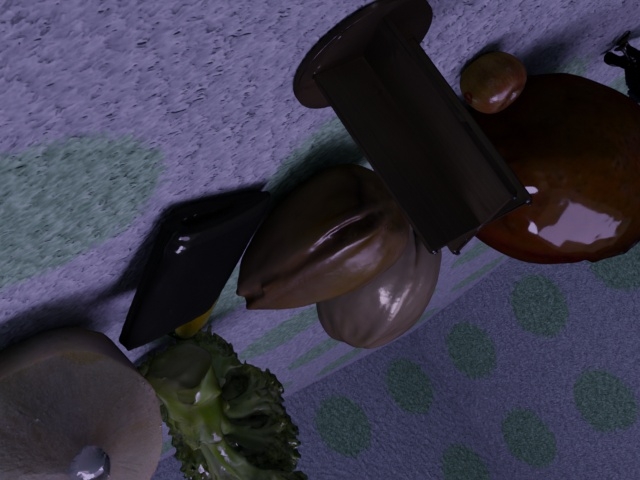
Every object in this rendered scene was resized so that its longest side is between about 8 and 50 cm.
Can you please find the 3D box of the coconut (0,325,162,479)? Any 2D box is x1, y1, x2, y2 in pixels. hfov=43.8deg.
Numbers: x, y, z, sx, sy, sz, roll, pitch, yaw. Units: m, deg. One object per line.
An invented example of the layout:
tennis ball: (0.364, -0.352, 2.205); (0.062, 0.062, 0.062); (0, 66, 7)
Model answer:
coconut: (-0.319, 0.236, 1.002); (0.239, 0.239, 0.244); (-27, -161, -20)

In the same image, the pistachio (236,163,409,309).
pistachio: (0.000, 0.000, 1.083); (0.261, 0.162, 0.213); (-28, -177, 25)

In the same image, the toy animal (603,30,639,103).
toy animal: (0.533, -0.297, 1.323); (0.220, 0.108, 0.062); (-65, -177, -36)

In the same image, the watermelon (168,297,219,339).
watermelon: (-0.201, 0.104, 1.168); (0.092, 0.075, 0.181); (-37, 164, 5)

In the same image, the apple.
apple: (0.223, -0.207, 1.034); (0.084, 0.071, 0.084); (-38, 166, -11)

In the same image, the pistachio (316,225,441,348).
pistachio: (0.114, 0.066, 1.482); (0.226, 0.208, 0.331); (-83, -165, -50)

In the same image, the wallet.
wallet: (-0.164, 0.038, 1.018); (0.169, 0.052, 0.245); (-24, 154, -47)

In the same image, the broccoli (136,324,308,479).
broccoli: (-0.202, 0.262, 1.320); (0.353, 0.397, 0.274); (5, -123, 42)

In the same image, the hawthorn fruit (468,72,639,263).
hawthorn fruit: (0.338, -0.107, 1.181); (0.308, 0.308, 0.325); (-39, 157, 25)

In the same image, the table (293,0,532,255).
table: (0.101, -0.104, 0.798); (0.167, 0.226, 0.167); (-31, 166, -8)
